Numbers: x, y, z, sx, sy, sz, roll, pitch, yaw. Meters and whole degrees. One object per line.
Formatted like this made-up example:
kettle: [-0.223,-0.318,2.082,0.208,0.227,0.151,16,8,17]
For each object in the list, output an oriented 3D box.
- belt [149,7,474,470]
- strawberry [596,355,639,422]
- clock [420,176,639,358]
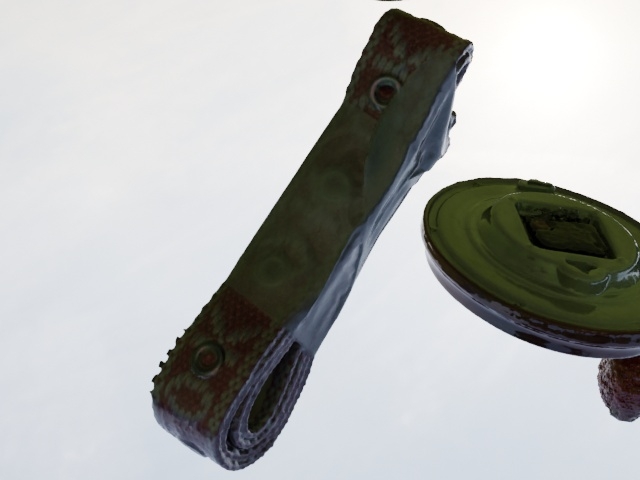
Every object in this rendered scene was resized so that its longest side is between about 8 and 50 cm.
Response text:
belt: [0.000,0.000,0.528,0.053,0.071,0.232,28,-96,31]
strawberry: [0.395,0.180,1.388,0.106,0.106,0.106,-13,-152,7]
clock: [0.268,0.013,1.244,0.319,0.080,0.318,11,-150,-7]
